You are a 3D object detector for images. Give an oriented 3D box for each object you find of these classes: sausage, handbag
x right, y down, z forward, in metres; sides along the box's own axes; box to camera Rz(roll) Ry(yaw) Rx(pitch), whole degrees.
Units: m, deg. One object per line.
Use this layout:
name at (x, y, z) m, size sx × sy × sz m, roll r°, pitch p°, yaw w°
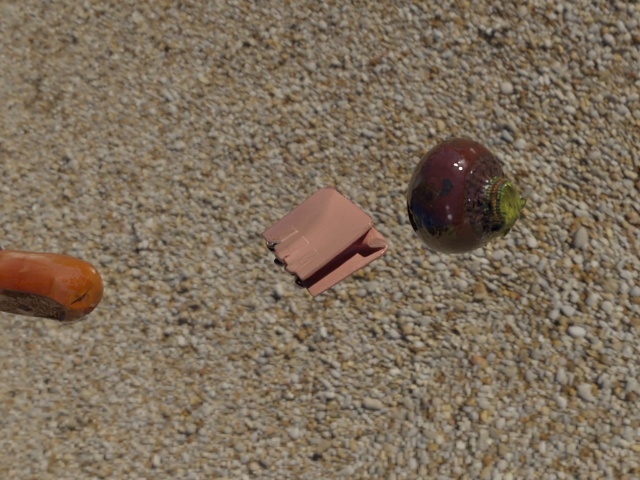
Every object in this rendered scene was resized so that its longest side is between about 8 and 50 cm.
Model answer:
sausage at (-0.541, 0.083, 1.541) m, size 0.258 × 0.133 × 0.133 m, roll 6°, pitch 80°, yaw 9°
handbag at (0.000, 0.000, 1.292) m, size 0.157 × 0.059 × 0.212 m, roll -36°, pitch 29°, yaw -6°

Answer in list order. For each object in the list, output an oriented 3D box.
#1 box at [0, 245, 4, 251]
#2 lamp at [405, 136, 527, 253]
box at (-0.761, 0.013, 1.730) m, size 0.120 × 0.069 × 0.224 m, roll -32°, pitch 54°, yaw -22°
lamp at (0.192, -0.056, 1.063) m, size 0.135 × 0.157 × 0.156 m, roll 15°, pitch 110°, yaw 47°
